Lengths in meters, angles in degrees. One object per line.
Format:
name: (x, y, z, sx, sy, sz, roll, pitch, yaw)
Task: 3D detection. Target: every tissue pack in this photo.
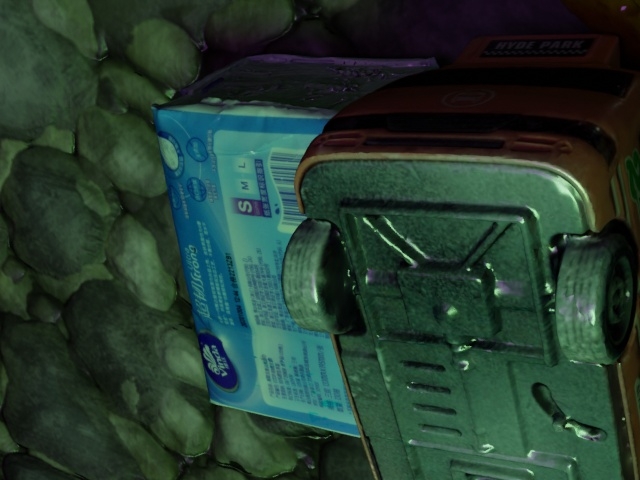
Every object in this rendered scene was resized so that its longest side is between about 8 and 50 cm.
tissue pack: (0.000, 0.000, 0.924, 0.198, 0.146, 0.263, 7, 119, 33)

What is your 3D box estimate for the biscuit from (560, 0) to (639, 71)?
biscuit: (0.233, -0.173, 0.631, 0.394, 0.070, 0.350, 45, 169, -3)

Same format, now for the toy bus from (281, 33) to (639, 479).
toy bus: (0.143, 0.081, 0.796, 0.203, 0.233, 0.427, 4, 127, 29)
